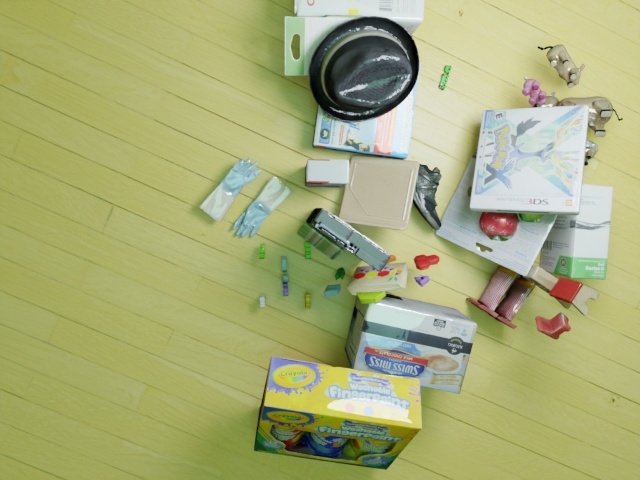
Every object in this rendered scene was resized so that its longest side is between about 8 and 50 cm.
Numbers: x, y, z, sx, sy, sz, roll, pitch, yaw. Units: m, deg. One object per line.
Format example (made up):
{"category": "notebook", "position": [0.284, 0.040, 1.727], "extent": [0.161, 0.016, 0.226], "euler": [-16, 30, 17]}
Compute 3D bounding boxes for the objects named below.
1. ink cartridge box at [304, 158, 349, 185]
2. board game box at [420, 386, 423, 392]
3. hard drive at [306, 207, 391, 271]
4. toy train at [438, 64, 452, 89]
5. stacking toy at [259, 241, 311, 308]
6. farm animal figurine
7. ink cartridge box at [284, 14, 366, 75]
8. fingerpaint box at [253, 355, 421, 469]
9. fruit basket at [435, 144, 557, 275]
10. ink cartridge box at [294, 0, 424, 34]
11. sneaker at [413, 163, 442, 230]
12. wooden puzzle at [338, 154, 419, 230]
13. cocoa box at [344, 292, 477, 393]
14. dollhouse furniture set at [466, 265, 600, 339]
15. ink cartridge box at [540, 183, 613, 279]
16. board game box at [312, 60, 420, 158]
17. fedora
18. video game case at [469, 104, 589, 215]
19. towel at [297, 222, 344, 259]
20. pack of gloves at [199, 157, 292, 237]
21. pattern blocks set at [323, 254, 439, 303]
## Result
{"category": "ink cartridge box", "position": [0.016, -0.207, 1.689], "extent": [0.127, 0.175, 0.072], "euler": [0, 92, -4]}
{"category": "board game box", "position": [0.233, 0.495, 1.823], "extent": [0.212, 0.039, 0.160], "euler": [15, 93, -5]}
{"category": "hard drive", "position": [0.074, -0.012, 1.625], "extent": [0.237, 0.339, 0.064], "euler": [34, 91, -4]}
{"category": "toy train", "position": [0.406, -0.531, 1.768], "extent": [0.024, 0.017, 0.083], "euler": [17, 93, 5]}
{"category": "stacking toy", "position": [-0.115, 0.115, 1.770], "extent": [0.167, 0.052, 0.221], "euler": [-1, 93, -5]}
{"category": "farm animal figurine", "position": [0.767, -0.430, 1.702], "extent": [0.327, 0.172, 0.330], "euler": [17, 132, 2]}
{"category": "ink cartridge box", "position": [0.013, -0.574, 1.601], "extent": [0.235, 0.056, 0.171], "euler": [0, 120, -3]}
{"category": "fingerpaint box", "position": [0.038, 0.538, 1.648], "extent": [0.445, 0.371, 0.163], "euler": [10, 49, -5]}
{"category": "fruit basket", "position": [0.580, -0.112, 1.708], "extent": [0.327, 0.165, 0.353], "euler": [28, 101, 32]}
{"category": "ink cartridge box", "position": [0.113, -0.794, 1.657], "extent": [0.385, 0.160, 0.279], "euler": [2, 95, -4]}
{"category": "sneaker", "position": [0.358, -0.150, 1.758], "extent": [0.130, 0.087, 0.227], "euler": [-29, 90, 5]}
{"category": "wooden puzzle", "position": [0.186, -0.153, 1.718], "extent": [0.221, 0.044, 0.238], "euler": [9, 75, 16]}
{"category": "cocoa box", "position": [0.273, 0.310, 1.714], "extent": [0.347, 0.231, 0.228], "euler": [13, 94, -4]}
{"category": "dollhouse furniture set", "position": [0.629, 0.173, 1.659], "extent": [0.152, 0.374, 0.201], "euler": [32, 90, -10]}
{"category": "ink cartridge box", "position": [0.812, -0.033, 1.733], "extent": [0.122, 0.211, 0.289], "euler": [3, 94, -3]}
{"category": "board game box", "position": [0.143, -0.429, 1.724], "extent": [0.302, 0.086, 0.308], "euler": [8, 94, -4]}
{"category": "fedora", "position": [0.137, -0.472, 1.552], "extent": [0.334, 0.152, 0.334], "euler": [-5, 120, -8]}
{"category": "video game case", "position": [0.610, -0.238, 1.595], "extent": [0.300, 0.036, 0.329], "euler": [4, 75, 29]}
{"category": "towel", "position": [0.000, 0.000, 1.739], "extent": [0.152, 0.113, 0.023], "euler": [37, 68, -4]}
{"category": "pack of gloves", "position": [-0.240, -0.137, 1.755], "extent": [0.195, 0.046, 0.232], "euler": [40, 94, -17]}
{"category": "pattern blocks set", "position": [0.184, 0.116, 1.680], "extent": [0.325, 0.285, 0.026], "euler": [-3, 115, 30]}
